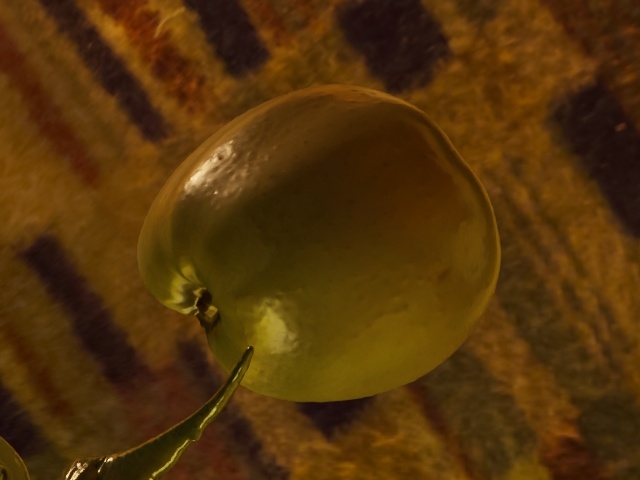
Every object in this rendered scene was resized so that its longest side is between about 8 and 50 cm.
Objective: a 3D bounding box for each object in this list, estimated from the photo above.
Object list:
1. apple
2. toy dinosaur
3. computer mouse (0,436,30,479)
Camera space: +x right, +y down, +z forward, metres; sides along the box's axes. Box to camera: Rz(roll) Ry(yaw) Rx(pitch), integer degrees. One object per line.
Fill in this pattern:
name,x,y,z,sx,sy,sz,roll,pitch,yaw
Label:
apple,0.000,0.000,1.636,0.360,0.320,0.311,-30,112,-25
toy dinosaur,-0.195,0.205,1.201,0.087,0.301,0.447,36,104,-21
computer mouse,-0.491,0.292,1.906,0.097,0.159,0.288,-32,127,18
